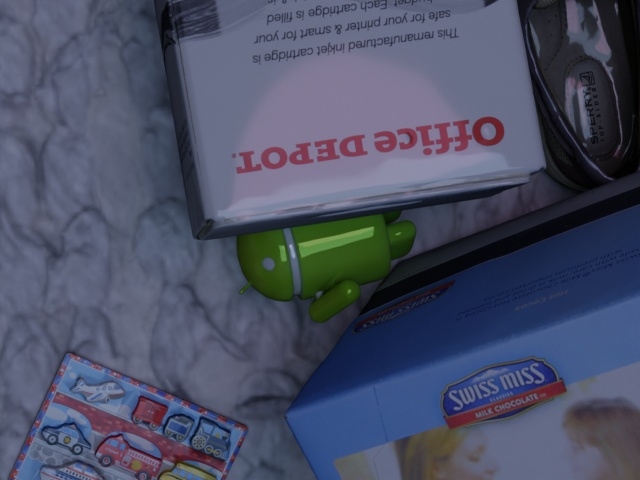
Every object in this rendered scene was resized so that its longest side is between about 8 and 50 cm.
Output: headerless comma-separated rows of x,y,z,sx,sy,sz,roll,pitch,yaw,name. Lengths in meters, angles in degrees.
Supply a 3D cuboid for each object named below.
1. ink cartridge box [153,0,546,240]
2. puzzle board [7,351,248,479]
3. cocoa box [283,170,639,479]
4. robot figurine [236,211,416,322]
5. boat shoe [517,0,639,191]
0.003,-0.147,1.073,0.197,0.114,0.272,-9,84,-9,ink cartridge box
-0.123,0.139,1.173,0.128,0.011,0.096,24,93,-12,puzzle board
0.201,0.095,1.040,0.347,0.228,0.231,-21,103,27,cocoa box
0.000,0.000,1.146,0.115,0.067,0.101,-13,73,-9,robot figurine
0.153,-0.164,1.137,0.103,0.092,0.285,-16,101,-9,boat shoe
